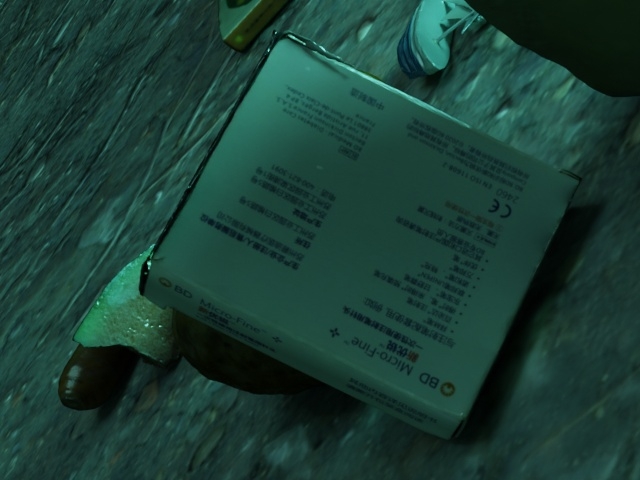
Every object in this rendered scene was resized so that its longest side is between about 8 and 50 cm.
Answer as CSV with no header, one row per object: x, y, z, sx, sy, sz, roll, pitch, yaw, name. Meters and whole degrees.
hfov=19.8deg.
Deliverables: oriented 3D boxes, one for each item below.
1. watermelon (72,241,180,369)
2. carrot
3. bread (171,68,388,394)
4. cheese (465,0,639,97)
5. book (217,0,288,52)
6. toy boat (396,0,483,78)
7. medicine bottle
-0.129,0.041,1.489,0.155,0.080,0.101,-59,3,-13,watermelon
-0.161,0.059,1.563,0.048,0.048,0.216,-25,29,52,carrot
0.000,0.000,1.186,0.230,0.123,0.230,-55,15,22,bread
0.158,-0.196,0.911,0.326,0.318,0.115,84,-164,-57,cheese
0.025,-0.378,1.842,0.371,0.043,0.260,-45,23,22,book
0.109,-0.183,1.364,0.149,0.034,0.105,-50,23,13,toy boat
0.024,-0.004,1.034,0.052,0.201,0.171,107,-171,-70,medicine bottle
